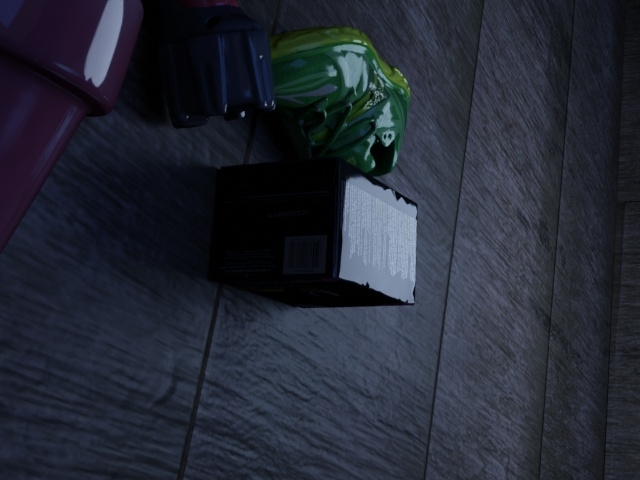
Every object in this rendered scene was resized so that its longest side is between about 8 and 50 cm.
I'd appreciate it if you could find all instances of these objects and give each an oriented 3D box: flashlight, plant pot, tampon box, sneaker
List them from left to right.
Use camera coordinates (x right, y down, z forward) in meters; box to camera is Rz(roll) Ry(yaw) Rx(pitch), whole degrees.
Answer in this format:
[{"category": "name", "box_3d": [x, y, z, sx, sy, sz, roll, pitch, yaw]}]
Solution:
[{"category": "plant pot", "box_3d": [-0.202, -0.055, 0.413, 0.201, 0.201, 0.180, 26, 82, -58]}, {"category": "flashlight", "box_3d": [-0.087, -0.243, 0.697, 0.103, 0.103, 0.304, -159, -121, -85]}, {"category": "tampon box", "box_3d": [0.000, 0.000, 0.827, 0.161, 0.120, 0.101, 24, 67, -58]}, {"category": "sneaker", "box_3d": [0.015, -0.121, 0.877, 0.295, 0.109, 0.123, 10, 75, -61]}]
